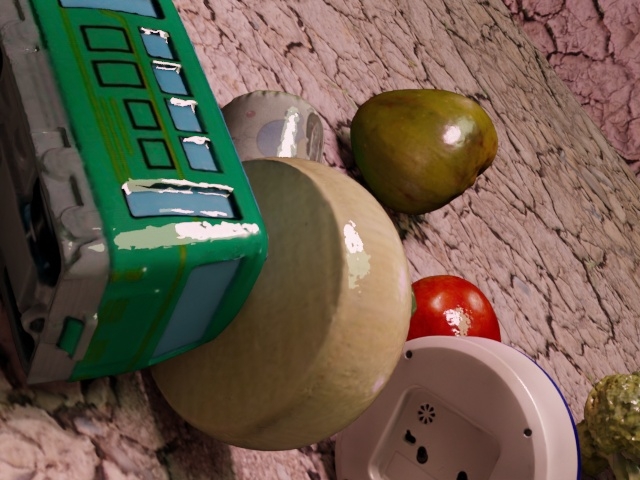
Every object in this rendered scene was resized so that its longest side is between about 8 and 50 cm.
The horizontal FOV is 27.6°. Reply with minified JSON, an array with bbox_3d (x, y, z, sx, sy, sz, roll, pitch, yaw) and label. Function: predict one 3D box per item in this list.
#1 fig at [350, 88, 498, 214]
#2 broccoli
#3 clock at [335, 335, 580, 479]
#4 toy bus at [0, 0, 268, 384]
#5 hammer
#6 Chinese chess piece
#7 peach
[{"bbox_3d":[0.132,-0.126,1.752,0.191,0.181,0.181,32,22,11],"label":"fig"},{"bbox_3d":[0.428,0.311,1.762,0.254,0.186,0.302,-29,126,-69],"label":"broccoli"},{"bbox_3d":[0.124,0.205,1.225,0.083,0.230,0.230,8,50,-52],"label":"clock"},{"bbox_3d":[-0.177,-0.070,1.050,0.199,0.183,0.343,-6,58,-28],"label":"toy bus"},{"bbox_3d":[0.000,0.000,1.384,0.335,0.119,0.206,40,52,-43],"label":"hammer"},{"bbox_3d":[-0.039,0.053,1.107,0.101,0.250,0.250,18,41,-48],"label":"Chinese chess piece"},{"bbox_3d":[0.146,0.097,1.571,0.151,0.151,0.118,-101,-170,-45],"label":"peach"}]
